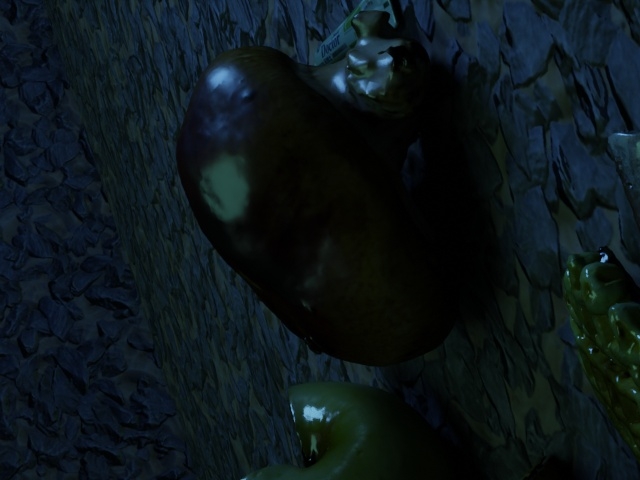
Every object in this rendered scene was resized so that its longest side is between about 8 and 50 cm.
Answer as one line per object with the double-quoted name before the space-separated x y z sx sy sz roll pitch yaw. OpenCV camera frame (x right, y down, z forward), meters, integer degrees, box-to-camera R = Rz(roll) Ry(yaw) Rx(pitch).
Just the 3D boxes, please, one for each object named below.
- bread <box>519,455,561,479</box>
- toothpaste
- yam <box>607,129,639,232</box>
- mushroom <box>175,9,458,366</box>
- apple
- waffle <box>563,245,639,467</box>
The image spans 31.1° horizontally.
"bread" 0.193 0.364 0.936 0.315 0.279 0.248 44 117 4
"toothpaste" 0.031 -0.205 1.158 0.197 0.029 0.048 -25 82 68
"yam" 0.230 -0.007 0.684 0.079 0.079 0.141 142 111 -70
"mushroom" 0.026 -0.044 1.093 0.345 0.260 0.345 54 180 -1
"apple" 0.033 0.306 1.221 0.233 0.295 0.257 2 123 31
"waffle" 0.220 0.103 0.762 0.214 0.054 0.207 61 -175 -56
